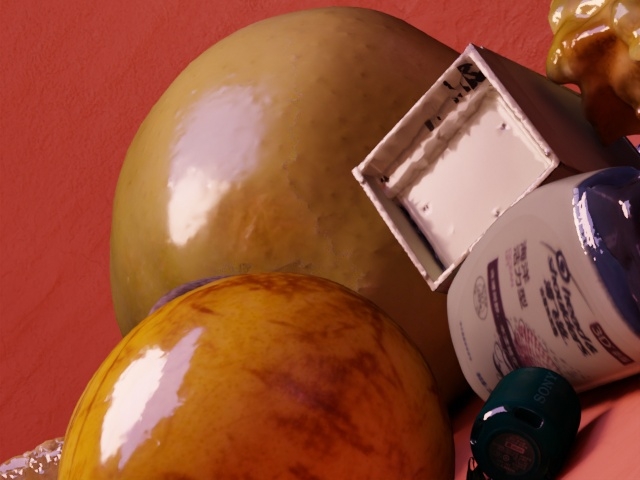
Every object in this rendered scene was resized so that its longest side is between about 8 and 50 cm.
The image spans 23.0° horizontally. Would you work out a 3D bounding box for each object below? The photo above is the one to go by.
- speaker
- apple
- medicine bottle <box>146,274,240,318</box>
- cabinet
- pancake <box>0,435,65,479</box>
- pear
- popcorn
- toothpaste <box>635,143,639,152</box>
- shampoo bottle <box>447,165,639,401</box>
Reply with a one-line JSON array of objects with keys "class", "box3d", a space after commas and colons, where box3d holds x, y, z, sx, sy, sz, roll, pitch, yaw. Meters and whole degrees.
[{"class": "speaker", "box3d": [0.120, 0.128, 0.995, 0.094, 0.060, 0.075, -47, -2, 30]}, {"class": "apple", "box3d": [0.000, 0.000, 1.576, 0.473, 0.473, 0.473, -46, 0, 0]}, {"class": "medicine bottle", "box3d": [-0.072, 0.180, 1.332, 0.165, 0.165, 0.273, -46, -34, -56]}, {"class": "cabinet", "box3d": [0.161, -0.042, 1.271, 0.145, 0.150, 0.206, -46, -35, 22]}, {"class": "pancake", "box3d": [-0.267, 0.367, 1.507, 0.387, 0.387, 0.082, -46, -42, -8]}, {"class": "pear", "box3d": [-0.045, 0.162, 1.079, 0.281, 0.281, 0.281, -46, 0, 0]}, {"class": "popcorn", "box3d": [0.300, -0.175, 1.234, 0.252, 0.215, 0.286, -31, 3, -17]}, {"class": "toothpaste", "box3d": [0.369, -0.100, 1.761, 0.218, 0.033, 0.052, -42, 6, 27]}, {"class": "shampoo bottle", "box3d": [0.165, 0.029, 1.016, 0.078, 0.134, 0.359, -17, -8, -13]}]
